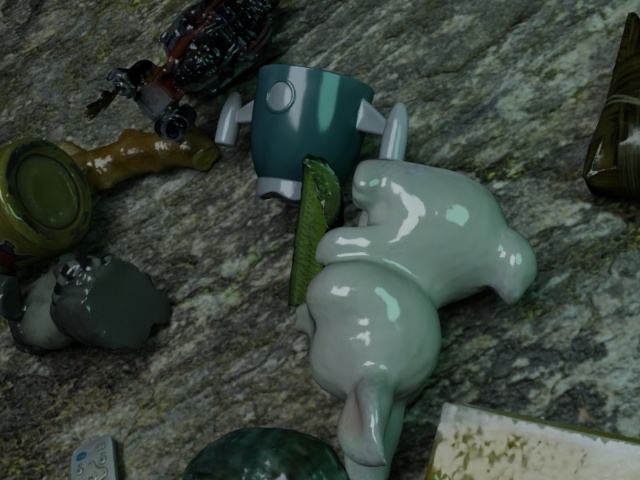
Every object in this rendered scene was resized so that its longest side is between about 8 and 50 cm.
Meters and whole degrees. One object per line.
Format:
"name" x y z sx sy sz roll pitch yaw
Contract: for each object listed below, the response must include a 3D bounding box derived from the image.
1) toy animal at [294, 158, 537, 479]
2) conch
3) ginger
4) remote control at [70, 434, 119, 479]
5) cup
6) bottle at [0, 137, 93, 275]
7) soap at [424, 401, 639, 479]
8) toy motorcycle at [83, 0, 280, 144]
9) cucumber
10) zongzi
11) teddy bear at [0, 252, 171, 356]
"toy animal" 0.096 0.096 1.073 0.241 0.196 0.367 19 66 18
"conch" -0.099 0.324 1.083 0.220 0.277 0.195 16 110 58
"ginger" -0.291 -0.118 1.411 0.299 0.065 0.117 -9 72 16
"remote control" -0.283 0.368 1.217 0.073 0.044 0.229 -30 52 15
"cup" -0.021 -0.133 1.253 0.300 0.167 0.173 10 86 32
"bottle" -0.516 -0.014 1.382 0.351 0.172 0.171 -21 61 31
"soap" 0.243 0.314 0.973 0.281 0.143 0.259 5 70 29
"toy motorcycle" -0.193 -0.244 1.322 0.207 0.134 0.401 -30 20 36
"cucumber" 0.000 0.000 1.184 0.070 0.046 0.219 40 132 51
"zongzi" 0.453 -0.152 1.084 0.248 0.111 0.240 13 82 26
"teddy bear" -0.359 0.078 1.296 0.251 0.171 0.144 -1 63 25
